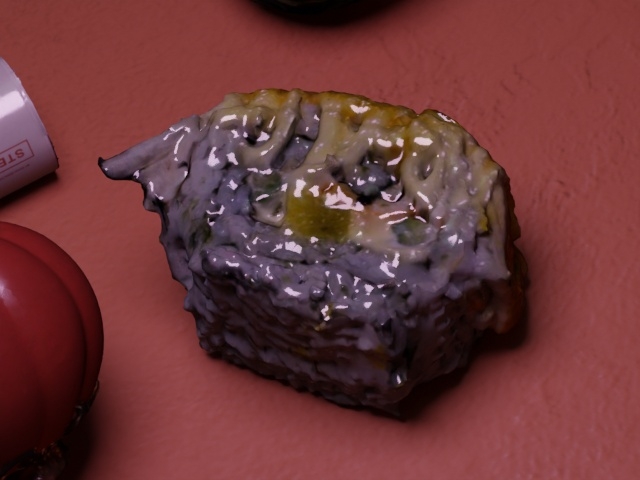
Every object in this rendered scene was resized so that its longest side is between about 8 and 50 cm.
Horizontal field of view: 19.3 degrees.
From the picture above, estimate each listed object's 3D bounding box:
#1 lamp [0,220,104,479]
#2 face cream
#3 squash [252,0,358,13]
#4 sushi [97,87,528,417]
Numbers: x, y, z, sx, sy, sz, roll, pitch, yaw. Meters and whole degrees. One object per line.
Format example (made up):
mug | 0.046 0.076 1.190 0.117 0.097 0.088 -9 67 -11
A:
lamp | -0.240 0.087 1.179 0.227 0.227 0.227 -6 48 7
face cream | -0.309 -0.046 1.383 0.214 0.096 0.096 -29 49 -12
squash | -0.024 -0.300 1.441 0.165 0.252 0.252 -20 47 -13
sushi | 0.000 0.000 1.241 0.274 0.139 0.184 16 55 21
